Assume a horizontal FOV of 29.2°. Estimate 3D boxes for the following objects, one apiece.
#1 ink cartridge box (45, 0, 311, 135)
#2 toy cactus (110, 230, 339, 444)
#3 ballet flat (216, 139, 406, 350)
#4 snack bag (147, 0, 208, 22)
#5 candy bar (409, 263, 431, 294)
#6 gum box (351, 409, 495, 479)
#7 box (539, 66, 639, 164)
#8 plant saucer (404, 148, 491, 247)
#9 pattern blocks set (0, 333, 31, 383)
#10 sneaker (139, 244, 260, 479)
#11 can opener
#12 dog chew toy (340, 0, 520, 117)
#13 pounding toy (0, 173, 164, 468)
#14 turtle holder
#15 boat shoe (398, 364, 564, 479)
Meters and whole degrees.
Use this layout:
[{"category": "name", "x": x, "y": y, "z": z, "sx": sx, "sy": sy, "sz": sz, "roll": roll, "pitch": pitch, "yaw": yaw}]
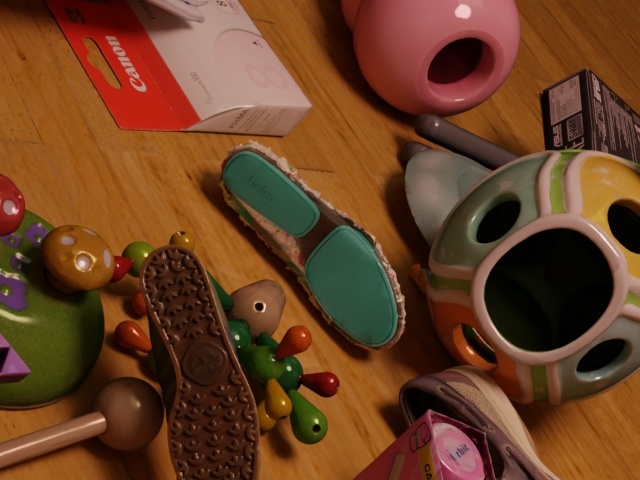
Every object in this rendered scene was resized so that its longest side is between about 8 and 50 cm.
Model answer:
[{"category": "ink cartridge box", "x": -0.142, "y": -0.193, "z": 1.266, "sx": 0.232, "sy": 0.066, "sz": 0.189, "roll": 1, "pitch": 49, "yaw": -52}, {"category": "toy cactus", "x": -0.066, "y": 0.065, "z": 1.001, "sx": 0.219, "sy": 0.112, "sz": 0.180, "roll": 34, "pitch": 21, "yaw": 3}, {"category": "ballet flat", "x": 0.000, "y": 0.000, "z": 1.162, "sx": 0.241, "sy": 0.091, "sz": 0.077, "roll": 51, "pitch": 10, "yaw": 8}, {"category": "snack bag", "x": -0.291, "y": -0.344, "z": 1.170, "sx": 0.323, "sy": 0.037, "sz": 0.342, "roll": 43, "pitch": 13, "yaw": 21}, {"category": "candy bar", "x": 0.156, "y": 0.051, "z": 1.327, "sx": 0.162, "sy": 0.018, "sz": 0.040, "roll": 11, "pitch": 43, "yaw": -42}, {"category": "gum box", "x": 0.085, "y": 0.239, "z": 0.930, "sx": 0.062, "sy": 0.107, "sz": 0.188, "roll": 25, "pitch": 35, "yaw": -26}, {"category": "box", "x": 0.379, "y": -0.028, "z": 1.514, "sx": 0.242, "sy": 0.077, "sz": 0.307, "roll": 33, "pitch": 44, "yaw": -34}, {"category": "plant saucer", "x": 0.178, "y": -0.030, "z": 1.372, "sx": 0.195, "sy": 0.037, "sz": 0.195, "roll": 28, "pitch": 41, "yaw": -28}, {"category": "pattern blocks set", "x": -0.290, "y": 0.127, "z": 0.671, "sx": 0.325, "sy": 0.026, "sz": 0.285, "roll": -18, "pitch": 75, "yaw": -46}, {"category": "sneaker", "x": -0.082, "y": 0.100, "z": 0.876, "sx": 0.086, "sy": 0.064, "sz": 0.192, "roll": 102, "pitch": -26, "yaw": -82}, {"category": "can opener", "x": 0.214, "y": -0.078, "z": 1.518, "sx": 0.280, "sy": 0.074, "sz": 0.093, "roll": 21, "pitch": 2, "yaw": -33}, {"category": "dog chew toy", "x": 0.118, "y": -0.303, "z": 1.564, "sx": 0.207, "sy": 0.206, "sz": 0.331, "roll": 18, "pitch": 30, "yaw": -34}, {"category": "pounding toy", "x": -0.204, "y": 0.035, "z": 0.861, "sx": 0.183, "sy": 0.110, "sz": 0.236, "roll": 0, "pitch": 50, "yaw": -48}, {"category": "turtle holder", "x": 0.253, "y": 0.027, "z": 1.156, "sx": 0.227, "sy": 0.320, "sz": 0.243, "roll": -11, "pitch": 88, "yaw": -75}, {"category": "boat shoe", "x": 0.157, "y": 0.225, "z": 1.041, "sx": 0.092, "sy": 0.103, "sz": 0.285, "roll": 0, "pitch": 46, "yaw": -41}]
